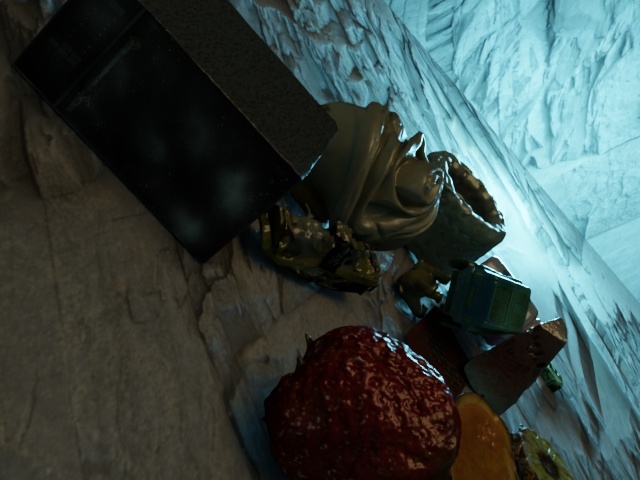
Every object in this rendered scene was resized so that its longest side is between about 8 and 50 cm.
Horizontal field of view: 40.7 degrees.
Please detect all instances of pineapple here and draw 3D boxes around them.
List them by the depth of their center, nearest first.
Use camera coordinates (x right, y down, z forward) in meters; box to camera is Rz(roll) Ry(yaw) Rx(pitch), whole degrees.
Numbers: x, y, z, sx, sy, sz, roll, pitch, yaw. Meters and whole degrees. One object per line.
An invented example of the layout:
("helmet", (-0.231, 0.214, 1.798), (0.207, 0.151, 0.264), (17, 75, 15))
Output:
("pineapple", (0.486, 0.494, 1.874), (0.221, 0.047, 0.221), (39, 26, -24))

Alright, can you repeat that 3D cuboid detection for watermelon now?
("watermelon", (0.434, 0.250, 1.887), (0.154, 0.241, 0.094), (45, 17, -22))

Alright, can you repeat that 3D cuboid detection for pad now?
("pad", (0.259, 0.246, 1.841), (0.181, 0.004, 0.267), (60, 26, 0))

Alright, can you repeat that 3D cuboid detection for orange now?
("orange", (0.235, 0.401, 1.333), (0.274, 0.310, 0.274), (12, 3, -1))

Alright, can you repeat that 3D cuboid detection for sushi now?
("sushi", (-0.005, 0.004, 1.607), (0.291, 0.131, 0.139), (19, 42, -37))

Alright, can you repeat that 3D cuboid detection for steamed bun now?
("steamed bun", (0.129, -0.144, 1.778), (0.310, 0.219, 0.324), (-7, 80, -63))

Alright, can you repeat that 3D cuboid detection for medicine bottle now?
("medicine bottle", (0.444, 0.175, 2.102), (0.254, 0.152, 0.152), (54, 25, 8))

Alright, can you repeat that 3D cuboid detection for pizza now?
("pizza", (0.015, -0.127, 1.880), (0.189, 0.071, 0.297), (56, 25, 11))

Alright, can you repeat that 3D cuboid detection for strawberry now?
("strawberry", (0.069, 0.258, 1.217), (0.277, 0.257, 0.257), (16, -7, 46))

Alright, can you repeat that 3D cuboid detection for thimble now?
("thimble", (0.309, -0.067, 2.154), (0.291, 0.195, 0.291), (34, 29, -23))

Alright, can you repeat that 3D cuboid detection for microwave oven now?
("microwave oven", (-0.217, -0.240, 1.448), (0.432, 0.236, 0.374), (48, 24, -10))

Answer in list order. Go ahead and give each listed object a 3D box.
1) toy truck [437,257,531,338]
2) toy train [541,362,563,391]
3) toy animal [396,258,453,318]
("toy truck", (0.369, 0.137, 1.903), (0.156, 0.155, 0.279), (13, -3, 34))
("toy train", (0.608, 0.357, 2.279), (0.083, 0.033, 0.053), (53, 28, 3))
("toy animal", (0.229, 0.094, 1.945), (0.101, 0.103, 0.219), (32, 25, 16))
